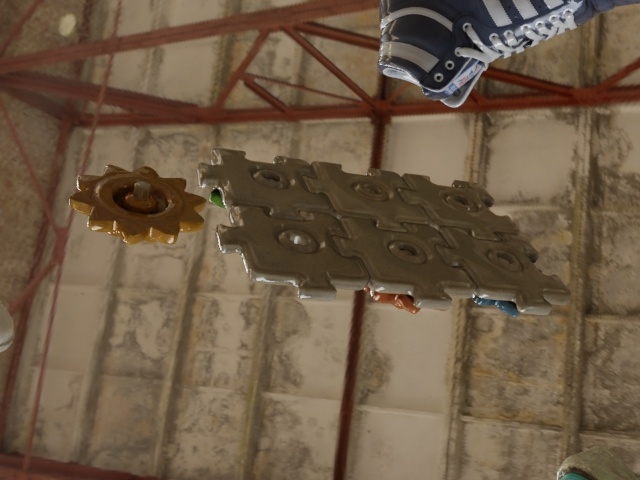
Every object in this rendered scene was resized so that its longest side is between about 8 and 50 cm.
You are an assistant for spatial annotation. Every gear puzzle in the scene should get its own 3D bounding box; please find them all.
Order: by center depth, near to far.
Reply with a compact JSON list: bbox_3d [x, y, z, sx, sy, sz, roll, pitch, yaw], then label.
[{"bbox_3d":[0.000,0.000,0.562,0.175,0.338,0.044,-116,-142,-51],"label":"gear puzzle"}]

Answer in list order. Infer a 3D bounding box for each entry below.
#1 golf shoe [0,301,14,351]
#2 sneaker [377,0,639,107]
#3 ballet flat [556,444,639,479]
[{"bbox_3d":[-0.271,0.006,0.575,0.086,0.176,0.069,-35,-161,11],"label":"golf shoe"},{"bbox_3d":[0.183,-0.202,0.765,0.282,0.099,0.153,10,-90,25],"label":"sneaker"},{"bbox_3d":[0.224,0.190,0.501,0.168,0.052,0.057,44,-44,31],"label":"ballet flat"}]
